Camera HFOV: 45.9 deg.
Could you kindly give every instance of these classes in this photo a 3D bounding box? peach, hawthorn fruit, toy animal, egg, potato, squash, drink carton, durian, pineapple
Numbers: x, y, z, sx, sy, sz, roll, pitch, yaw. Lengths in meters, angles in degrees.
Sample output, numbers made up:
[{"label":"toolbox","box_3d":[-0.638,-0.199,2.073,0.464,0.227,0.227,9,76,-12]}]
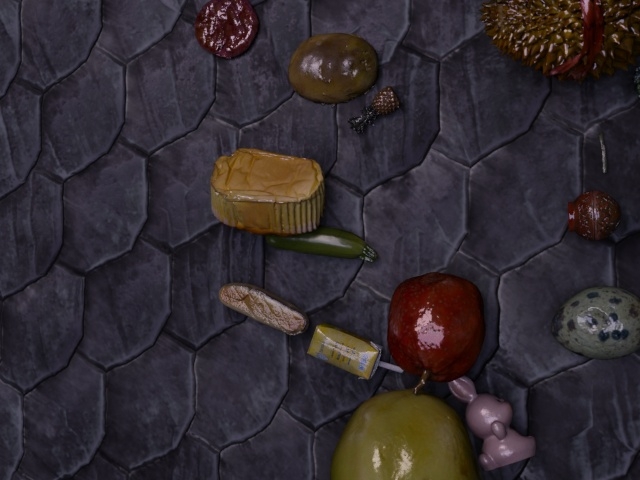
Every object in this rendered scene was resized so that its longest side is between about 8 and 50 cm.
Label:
[{"label":"peach","box_3d":[0.161,0.441,1.443,0.281,0.314,0.316,-14,50,17]},{"label":"hawthorn fruit","box_3d":[0.222,0.188,1.480,0.205,0.205,0.253,6,60,15]},{"label":"toy animal","box_3d":[0.339,0.347,1.515,0.124,0.124,0.213,-28,76,13]},{"label":"egg","box_3d":[0.534,0.158,1.447,0.181,0.141,0.141,-10,87,23]},{"label":"potato","box_3d":[0.022,-0.372,1.623,0.200,0.081,0.164,-2,90,17]},{"label":"squash","box_3d":[0.000,0.000,1.631,0.252,0.066,0.066,8,91,14]},{"label":"drink carton","box_3d":[0.078,0.244,1.604,0.200,0.074,0.084,21,95,16]},{"label":"durian","box_3d":[0.482,-0.464,1.384,0.384,0.347,0.348,-21,84,23]},{"label":"pineapple","box_3d":[0.109,-0.276,1.610,0.124,0.058,0.058,-32,81,13]}]

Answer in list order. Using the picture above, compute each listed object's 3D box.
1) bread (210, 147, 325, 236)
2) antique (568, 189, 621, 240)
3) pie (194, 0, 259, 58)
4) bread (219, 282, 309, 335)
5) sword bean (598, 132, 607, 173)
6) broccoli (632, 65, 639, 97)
[{"label":"bread","box_3d":[-0.112,-0.098,1.602,0.250,0.179,0.133,4,132,7]},{"label":"antique","box_3d":[0.533,-0.048,1.470,0.104,0.104,0.104,0,89,15]},{"label":"pie","box_3d":[-0.212,-0.483,1.709,0.154,0.036,0.155,0,89,16]},{"label":"bread","box_3d":[-0.121,0.146,1.668,0.214,0.053,0.073,23,99,11]},{"label":"sword bean","box_3d":[0.564,-0.175,1.509,0.012,0.012,0.083,-6,87,15]},{"label":"broccoli","box_3d":[0.667,-0.278,1.427,0.154,0.167,0.160,51,139,21]}]
